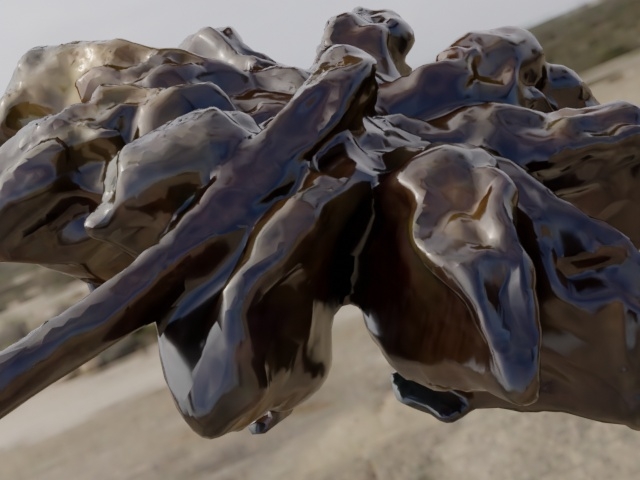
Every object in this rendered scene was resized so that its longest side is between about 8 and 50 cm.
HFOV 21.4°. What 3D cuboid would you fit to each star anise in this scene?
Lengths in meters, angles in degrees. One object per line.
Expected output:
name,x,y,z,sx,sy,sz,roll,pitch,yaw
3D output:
star anise,0.000,0.003,0.348,0.177,0.073,0.234,6,32,5
